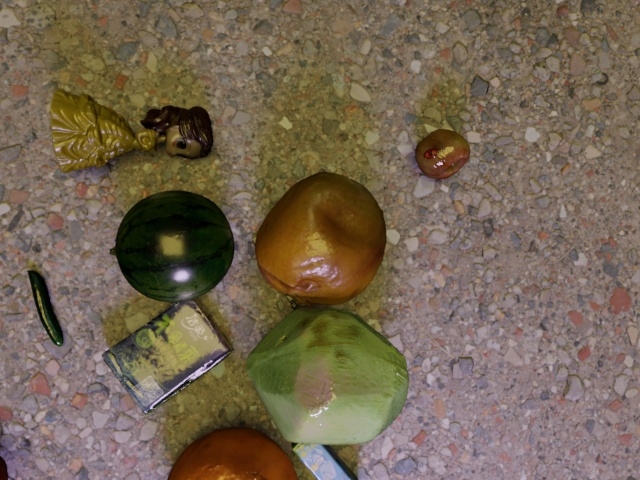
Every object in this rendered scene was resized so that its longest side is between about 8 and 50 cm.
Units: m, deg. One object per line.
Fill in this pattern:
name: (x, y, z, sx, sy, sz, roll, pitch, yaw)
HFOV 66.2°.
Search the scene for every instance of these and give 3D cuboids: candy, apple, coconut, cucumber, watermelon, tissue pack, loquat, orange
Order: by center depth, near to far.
orange: (-0.182, 0.533, 1.020, 0.284, 0.226, 0.283, 0, 88, 3)
coconut: (0.006, 0.280, 1.025, 0.329, 0.328, 0.281, 12, 120, -6)
watermelon: (-0.303, 0.011, 1.031, 0.243, 0.242, 0.242, 0, 87, -7)
loquat: (0.000, 0.000, 1.068, 0.276, 0.276, 0.283, 11, 67, -6)
cucumber: (-0.610, 0.150, 1.087, 0.033, 0.036, 0.184, -19, 90, 0)
tissue pack: (-0.337, 0.250, 1.096, 0.236, 0.073, 0.173, -37, 92, -8)
candy: (0.015, 0.510, 1.112, 0.062, 0.097, 0.194, -41, 92, -9)
apple: (0.292, -0.208, 1.179, 0.126, 0.126, 0.102, -27, 66, -8)

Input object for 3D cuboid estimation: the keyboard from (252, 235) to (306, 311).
keyboard: (-0.086, 0.069, 1.168, 0.061, 0.013, 0.204, -31, 90, -8)

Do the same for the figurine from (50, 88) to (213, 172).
figurine: (-0.396, -0.229, 1.079, 0.316, 0.168, 0.187, 0, 129, -15)

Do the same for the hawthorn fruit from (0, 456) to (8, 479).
hawthorn fruit: (-0.760, 0.509, 0.913, 0.309, 0.325, 0.307, -5, 99, -31)
